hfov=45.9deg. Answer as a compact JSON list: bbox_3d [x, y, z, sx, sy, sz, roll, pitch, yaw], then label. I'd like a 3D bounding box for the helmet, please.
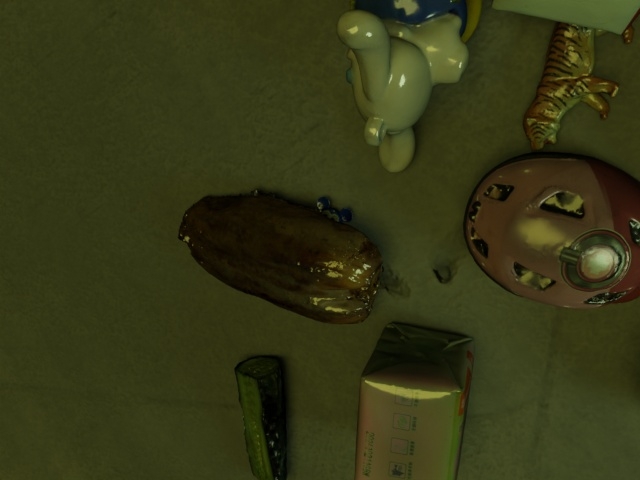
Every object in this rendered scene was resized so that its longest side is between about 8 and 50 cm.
[{"bbox_3d":[0.302,-0.004,0.933,0.253,0.154,0.198,23,109,15],"label":"helmet"}]

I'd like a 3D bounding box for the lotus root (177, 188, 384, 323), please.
[{"bbox_3d":[-0.076,0.022,1.070,0.330,0.078,0.167,15,108,24],"label":"lotus root"}]

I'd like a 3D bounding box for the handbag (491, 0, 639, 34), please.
[{"bbox_3d":[0.301,-0.393,0.821,0.171,0.151,0.298,14,80,6],"label":"handbag"}]

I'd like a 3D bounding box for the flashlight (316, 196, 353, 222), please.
[{"bbox_3d":[0.000,0.000,1.085,0.057,0.035,0.121,27,111,8],"label":"flashlight"}]

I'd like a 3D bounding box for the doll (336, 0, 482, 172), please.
[{"bbox_3d":[0.116,-0.220,0.920,0.160,0.242,0.311,-2,145,8],"label":"doll"}]

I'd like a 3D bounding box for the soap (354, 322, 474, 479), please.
[{"bbox_3d":[0.128,0.240,1.033,0.139,0.182,0.199,8,108,14],"label":"soap"}]

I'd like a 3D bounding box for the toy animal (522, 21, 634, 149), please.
[{"bbox_3d":[0.318,-0.219,0.915,0.099,0.057,0.241,16,109,13],"label":"toy animal"}]

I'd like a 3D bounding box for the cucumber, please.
[{"bbox_3d":[-0.079,0.288,1.182,0.078,0.062,0.211,15,120,49],"label":"cucumber"}]
